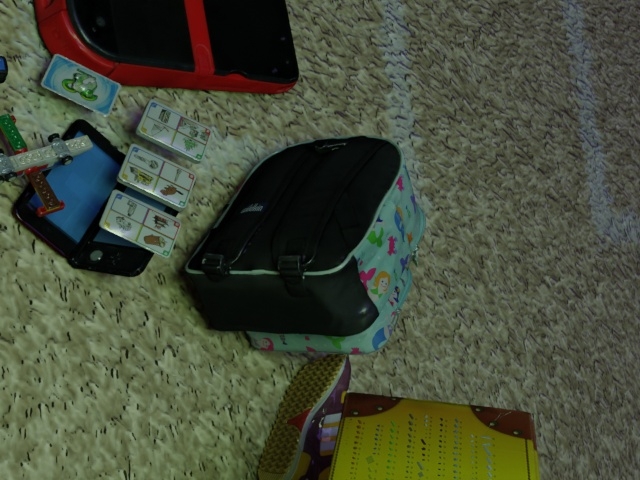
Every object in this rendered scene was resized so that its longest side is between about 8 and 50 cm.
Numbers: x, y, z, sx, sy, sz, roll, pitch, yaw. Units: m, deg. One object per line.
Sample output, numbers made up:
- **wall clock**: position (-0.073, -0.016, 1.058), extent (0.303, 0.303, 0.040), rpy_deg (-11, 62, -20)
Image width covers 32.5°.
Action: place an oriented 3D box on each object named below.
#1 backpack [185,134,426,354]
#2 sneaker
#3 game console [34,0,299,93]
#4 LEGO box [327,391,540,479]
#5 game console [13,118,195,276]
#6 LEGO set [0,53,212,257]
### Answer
- **backpack**: position (0.000, 0.000, 1.226), extent (0.191, 0.225, 0.253), rpy_deg (63, 38, -38)
- **sneaker**: position (-0.004, 0.219, 1.262), extent (0.084, 0.070, 0.185), rpy_deg (48, 56, -31)
- **game console**: position (-0.190, -0.364, 1.290), extent (0.342, 0.060, 0.386), rpy_deg (-2, 78, -46)
- **LEGO box**: position (0.074, 0.415, 0.921), extent (0.500, 0.193, 0.372), rpy_deg (-70, 165, -68)
- **game console**: position (-0.219, -0.047, 1.135), extent (0.144, 0.124, 0.085), rpy_deg (-64, 150, -34)
- **LEGO set**: position (-0.248, -0.092, 1.126), extent (0.244, 0.060, 0.182), rpy_deg (25, 52, -16)
